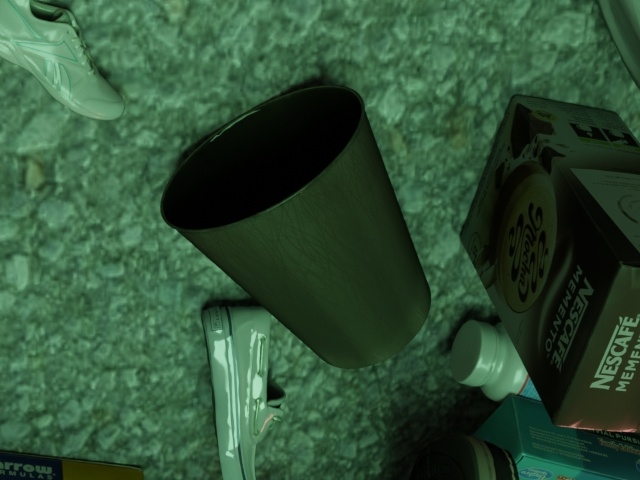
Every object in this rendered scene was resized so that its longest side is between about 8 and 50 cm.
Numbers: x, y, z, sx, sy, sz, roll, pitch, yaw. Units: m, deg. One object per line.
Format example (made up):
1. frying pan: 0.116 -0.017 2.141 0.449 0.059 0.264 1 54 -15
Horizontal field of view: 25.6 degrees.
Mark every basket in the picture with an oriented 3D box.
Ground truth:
1. basket: 0.000 0.000 1.294 0.204 0.154 0.227 -29 127 9

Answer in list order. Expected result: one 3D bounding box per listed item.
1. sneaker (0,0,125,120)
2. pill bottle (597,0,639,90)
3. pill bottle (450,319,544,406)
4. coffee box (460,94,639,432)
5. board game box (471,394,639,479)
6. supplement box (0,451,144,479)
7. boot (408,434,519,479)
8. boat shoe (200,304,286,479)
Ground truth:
1. sneaker: -0.220 -0.158 1.199 0.152 0.053 0.061 38 105 -29
2. pill bottle: 0.407 -0.244 1.202 0.323 0.181 0.181 -25 124 4
3. pill bottle: 0.219 0.131 1.458 0.160 0.087 0.087 15 118 -21
4. coffee box: 0.239 0.015 1.261 0.119 0.297 0.168 8 120 -17
5. board game box: 0.230 0.318 1.537 0.254 0.079 0.336 17 133 -21
6. supplement box: -0.272 0.395 1.358 0.195 0.356 0.194 10 120 -18
7. boot: 0.222 0.309 1.367 0.284 0.138 0.377 3 140 -7
8. boat shoe: -0.071 0.167 1.420 0.076 0.083 0.226 -7 123 -6
